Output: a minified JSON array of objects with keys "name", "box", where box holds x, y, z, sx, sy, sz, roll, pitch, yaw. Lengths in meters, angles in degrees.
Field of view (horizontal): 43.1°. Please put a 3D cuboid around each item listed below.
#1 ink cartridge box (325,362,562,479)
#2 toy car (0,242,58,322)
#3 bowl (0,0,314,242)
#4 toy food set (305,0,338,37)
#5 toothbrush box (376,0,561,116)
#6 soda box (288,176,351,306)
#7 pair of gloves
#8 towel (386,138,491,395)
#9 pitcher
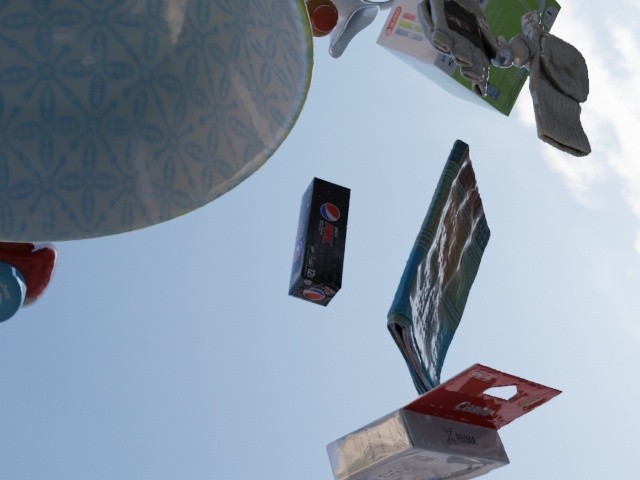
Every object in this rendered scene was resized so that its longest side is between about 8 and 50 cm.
[{"name":"ink cartridge box","box":[0.196,0.284,1.171,0.296,0.261,0.066,23,-140,-48]},{"name":"toy car","box":[-0.401,-0.054,1.039,0.210,0.219,0.238,34,-85,-14]},{"name":"bowl","box":[-0.158,-0.138,0.445,0.289,0.289,0.156,5,-125,-28]},{"name":"toy food set","box":[-0.064,-0.296,0.771,0.111,0.104,0.232,-21,-71,-3]},{"name":"toothbrush box","box":[0.244,-0.344,1.287,0.283,0.122,0.206,13,-76,-55]},{"name":"soda box","box":[0.000,0.000,1.079,0.060,0.053,0.169,18,-128,-15]},{"name":"pair of gloves","box":[0.214,-0.215,0.906,0.240,0.042,0.204,28,-134,-19]},{"name":"towel","box":[0.214,0.051,1.385,0.370,0.040,0.271,-65,-32,-28]},{"name":"pitcher","box":[0.018,-0.431,1.349,0.177,0.125,0.207,-37,-103,-16]}]
